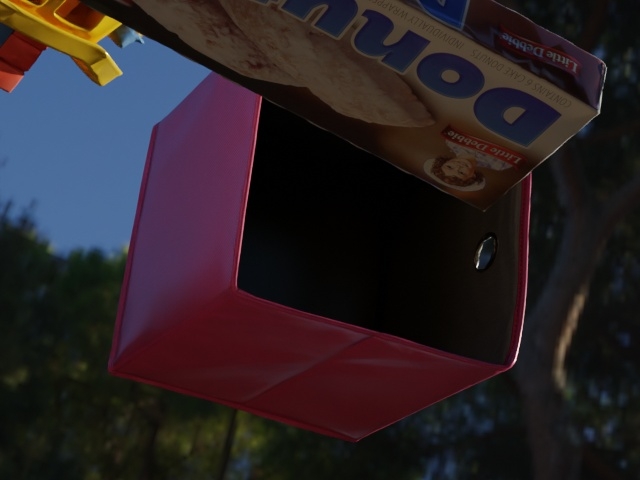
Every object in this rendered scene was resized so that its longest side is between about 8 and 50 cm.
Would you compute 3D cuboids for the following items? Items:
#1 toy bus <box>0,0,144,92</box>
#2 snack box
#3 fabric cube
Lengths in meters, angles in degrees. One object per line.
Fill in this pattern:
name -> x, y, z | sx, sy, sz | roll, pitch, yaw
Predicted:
toy bus -> -0.158, -0.175, 1.145 | 0.220, 0.149, 0.211 | 25, -72, -46
snack box -> -0.011, -0.068, 0.494 | 0.178, 0.022, 0.064 | 27, -36, -15
fabric cube -> 0.000, 0.000, 1.486 | 0.259, 0.254, 0.258 | 17, -27, -22
